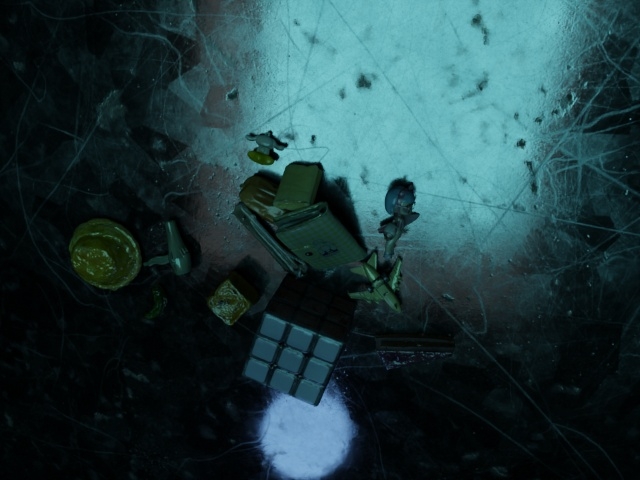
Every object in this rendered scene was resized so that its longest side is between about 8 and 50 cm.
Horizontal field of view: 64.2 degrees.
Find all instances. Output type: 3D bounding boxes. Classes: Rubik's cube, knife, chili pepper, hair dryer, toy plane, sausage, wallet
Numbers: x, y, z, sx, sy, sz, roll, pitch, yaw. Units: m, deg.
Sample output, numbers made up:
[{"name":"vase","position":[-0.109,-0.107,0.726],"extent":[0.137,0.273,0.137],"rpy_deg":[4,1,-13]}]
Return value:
[{"name":"Rubik's cube","position":[-0.072,0.357,1.854],"extent":[0.304,0.305,0.301],"rpy_deg":[23,113,4]},{"name":"knife","position":[-0.185,0.000,1.886],"extent":[0.089,0.043,0.365],"rpy_deg":[-41,96,23]},{"name":"chili pepper","position":[-0.672,0.264,2.086],"extent":[0.073,0.050,0.182],"rpy_deg":[27,116,-7]},{"name":"hair dryer","position":[-0.596,0.022,1.976],"extent":[0.225,0.088,0.218],"rpy_deg":[13,107,23]},{"name":"toy plane","position":[0.220,0.167,1.837],"extent":[0.229,0.092,0.244],"rpy_deg":[-36,97,7]},{"name":"sausage","position":[-0.173,-0.136,1.784],"extent":[0.241,0.136,0.120],"rpy_deg":[31,121,4]},{"name":"wallet","position":[0.000,0.000,1.749],"extent":[0.223,0.077,0.309],"rpy_deg":[-21,141,19]}]

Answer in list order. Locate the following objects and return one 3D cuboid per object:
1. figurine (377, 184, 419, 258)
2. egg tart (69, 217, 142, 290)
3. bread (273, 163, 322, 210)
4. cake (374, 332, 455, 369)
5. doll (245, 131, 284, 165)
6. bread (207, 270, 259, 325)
[{"name":"figurine","position":[0.239,-0.058,1.712],"extent":[0.103,0.205,0.260],"rpy_deg":[25,119,28]},{"name":"egg tart","position":[-0.868,0.069,2.011],"extent":[0.319,0.128,0.318],"rpy_deg":[4,113,9]},{"name":"bread","position":[-0.075,-0.180,1.718],"extent":[0.140,0.178,0.060],"rpy_deg":[5,143,9]},{"name":"cake","position":[0.350,0.410,1.890],"extent":[0.295,0.116,0.112],"rpy_deg":[-8,113,18]},{"name":"doll","position":[-0.204,-0.321,1.756],"extent":[0.135,0.071,0.113],"rpy_deg":[42,105,0]},{"name":"bread","position":[-0.334,0.220,1.946],"extent":[0.149,0.143,0.158],"rpy_deg":[-39,99,16]}]
